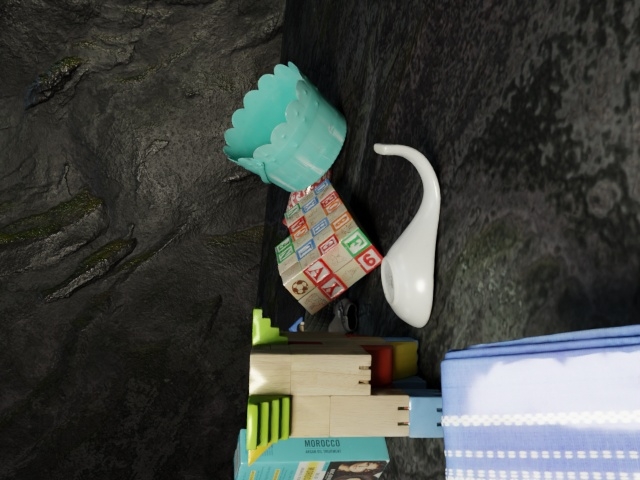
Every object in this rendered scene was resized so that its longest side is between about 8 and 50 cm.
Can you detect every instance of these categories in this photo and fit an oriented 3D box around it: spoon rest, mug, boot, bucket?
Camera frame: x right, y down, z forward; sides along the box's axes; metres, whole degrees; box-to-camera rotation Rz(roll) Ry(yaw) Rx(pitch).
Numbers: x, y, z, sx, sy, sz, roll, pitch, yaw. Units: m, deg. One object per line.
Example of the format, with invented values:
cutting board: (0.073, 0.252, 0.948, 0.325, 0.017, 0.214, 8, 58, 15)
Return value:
spoon rest: (0.133, -0.006, 0.812, 0.137, 0.084, 0.277, -127, 30, -73)
mug: (-0.034, -0.124, 1.480, 0.150, 0.113, 0.169, -123, 43, -67)
boot: (0.050, 0.180, 1.163, 0.087, 0.042, 0.119, 172, 95, -69)
boot: (0.017, 0.092, 1.279, 0.161, 0.083, 0.247, -107, 31, -69)
bucket: (-0.084, -0.264, 1.347, 0.281, 0.183, 0.281, -31, 42, 32)

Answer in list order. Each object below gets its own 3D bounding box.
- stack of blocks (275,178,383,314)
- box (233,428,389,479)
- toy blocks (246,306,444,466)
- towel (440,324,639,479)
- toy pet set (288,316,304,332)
stack of blocks: (0.000, 0.000, 1.124, 0.171, 0.087, 0.297, -38, 24, 7)
box: (-0.018, 0.365, 0.926, 0.060, 0.244, 0.101, -100, 19, -47)
toy blocks: (0.032, 0.193, 0.793, 0.381, 0.260, 0.191, 148, 123, -83)
towel: (0.174, 0.203, 0.252, 0.243, 0.040, 0.336, -13, 64, 32)
toy pet set: (-0.044, 0.227, 1.499, 0.114, 0.065, 0.122, 136, 138, -71)
